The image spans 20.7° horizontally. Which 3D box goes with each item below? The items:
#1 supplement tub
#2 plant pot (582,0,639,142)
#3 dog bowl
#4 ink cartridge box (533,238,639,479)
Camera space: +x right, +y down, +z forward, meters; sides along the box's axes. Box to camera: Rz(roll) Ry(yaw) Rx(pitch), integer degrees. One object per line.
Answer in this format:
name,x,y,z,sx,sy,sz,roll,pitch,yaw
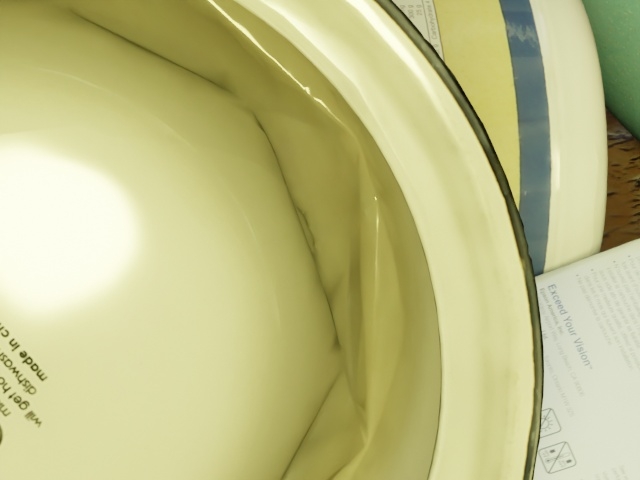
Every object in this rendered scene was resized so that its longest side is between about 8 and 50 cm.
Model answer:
supplement tub,-0.038,-0.040,0.880,0.316,0.228,0.228,-2,26,-10
plant pot,0.269,-0.146,1.061,0.290,0.195,0.290,-6,35,5
dog bowl,-0.126,0.043,0.690,0.408,0.408,0.150,-12,13,-2
ink cartridge box,0.186,0.081,0.737,0.224,0.045,0.223,-21,47,3
